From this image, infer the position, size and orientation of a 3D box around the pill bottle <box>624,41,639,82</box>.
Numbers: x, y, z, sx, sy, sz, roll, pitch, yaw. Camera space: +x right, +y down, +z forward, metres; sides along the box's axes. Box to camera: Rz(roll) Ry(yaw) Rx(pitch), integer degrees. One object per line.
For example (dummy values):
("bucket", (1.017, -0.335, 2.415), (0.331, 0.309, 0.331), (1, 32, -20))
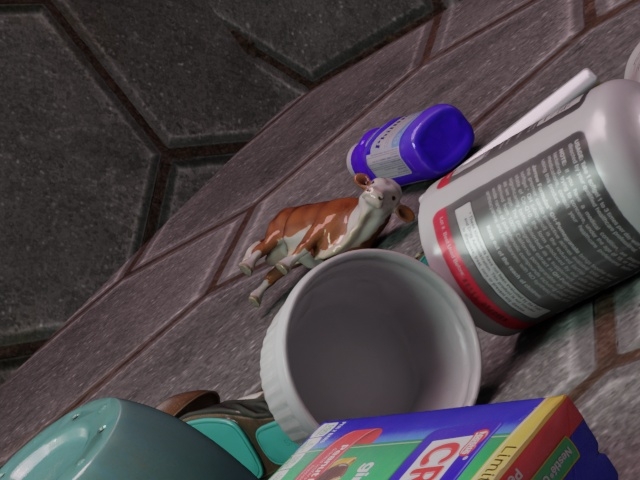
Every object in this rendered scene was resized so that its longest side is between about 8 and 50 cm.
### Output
("pill bottle", (0.404, -0.156, 1.894), (0.131, 0.131, 0.229), (-38, 11, 1))

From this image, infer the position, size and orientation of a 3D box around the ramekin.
("ramekin", (0.040, 0.120, 1.762), (0.207, 0.207, 0.109), (-44, 3, -28))

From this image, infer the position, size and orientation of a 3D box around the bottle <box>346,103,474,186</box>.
("bottle", (0.125, -0.136, 2.788), (0.118, 0.092, 0.283), (-43, 12, -19))

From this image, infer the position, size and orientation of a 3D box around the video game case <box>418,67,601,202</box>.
("video game case", (0.228, -0.061, 1.990), (0.227, 0.026, 0.206), (-38, -34, 0))

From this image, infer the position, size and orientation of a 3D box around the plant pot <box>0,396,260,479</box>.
("plant pot", (-0.172, 0.281, 1.604), (0.293, 0.235, 0.293), (-36, 16, 12))

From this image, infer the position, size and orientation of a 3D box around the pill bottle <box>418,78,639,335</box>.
("pill bottle", (0.264, -0.046, 1.771), (0.318, 0.176, 0.176), (-30, 13, 34))

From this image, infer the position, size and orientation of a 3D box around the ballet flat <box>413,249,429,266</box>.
("ballet flat", (0.113, 0.074, 2.065), (0.079, 0.077, 0.221), (-54, -1, 38))

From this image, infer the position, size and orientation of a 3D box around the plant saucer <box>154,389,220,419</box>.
("plant saucer", (-0.191, 0.247, 2.133), (0.198, 0.036, 0.198), (-49, -18, -22))

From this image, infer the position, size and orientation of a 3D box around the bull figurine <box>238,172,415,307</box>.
("bull figurine", (0.000, 0.000, 2.613), (0.188, 0.101, 0.310), (-45, 13, -25))

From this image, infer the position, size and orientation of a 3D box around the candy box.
("candy box", (0.039, 0.252, 1.379), (0.268, 0.122, 0.317), (-44, 18, -32))

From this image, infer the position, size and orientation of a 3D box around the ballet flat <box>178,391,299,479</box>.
("ballet flat", (-0.050, 0.208, 1.991), (0.280, 0.095, 0.096), (-10, 18, 47))
